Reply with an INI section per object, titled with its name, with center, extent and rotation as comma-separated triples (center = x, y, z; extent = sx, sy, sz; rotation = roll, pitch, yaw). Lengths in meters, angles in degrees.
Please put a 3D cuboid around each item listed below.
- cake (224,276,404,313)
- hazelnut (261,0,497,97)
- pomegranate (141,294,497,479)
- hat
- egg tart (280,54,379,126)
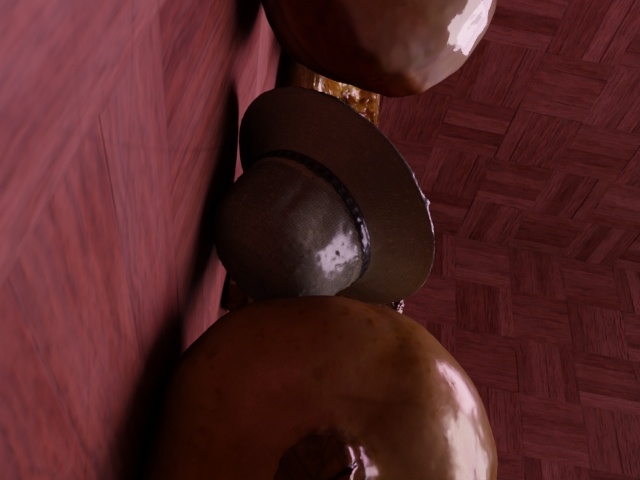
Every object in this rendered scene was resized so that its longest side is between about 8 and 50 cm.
[cake]
center = -0.014, 0.064, 0.857
extent = 0.135, 0.246, 0.112
rotation = 41, 59, -70
[hazelnut]
center = 0.039, -0.261, 0.559
extent = 0.261, 0.241, 0.261
rotation = 4, -85, 62
[pomegranate]
center = 0.000, 0.190, 0.532
extent = 0.307, 0.307, 0.307
rotation = -169, -90, -89
[hat]
center = -0.030, -0.008, 0.611
extent = 0.130, 0.257, 0.257
rotation = -39, 157, -33
[egg tart]
center = 0.011, -0.270, 1.101
extent = 0.290, 0.115, 0.290
rotation = 24, 63, -61
